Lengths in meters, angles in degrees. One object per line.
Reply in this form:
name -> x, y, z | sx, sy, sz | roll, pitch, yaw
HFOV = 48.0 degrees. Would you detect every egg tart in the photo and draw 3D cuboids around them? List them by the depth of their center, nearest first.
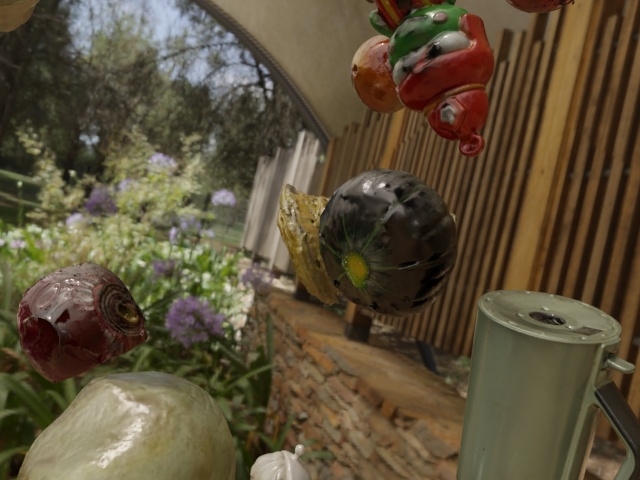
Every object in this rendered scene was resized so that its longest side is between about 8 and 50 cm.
egg tart -> 0.000, 0.000, 1.844 | 0.149, 0.352, 0.352 | -21, -7, 6

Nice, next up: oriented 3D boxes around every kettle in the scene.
kettle -> 0.426, 0.322, 1.306 | 0.250, 0.377, 0.361 | -8, 22, -43

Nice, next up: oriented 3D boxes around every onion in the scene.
onion -> -0.485, 0.155, 1.393 | 0.216, 0.207, 0.206 | -26, -1, 26

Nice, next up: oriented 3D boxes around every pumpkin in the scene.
pumpkin -> 0.148, -0.012, 1.433 | 0.295, 0.296, 0.296 | 14, -2, 0

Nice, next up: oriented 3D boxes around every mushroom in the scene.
mushroom -> -0.197, 0.236, 0.806 | 0.189, 0.164, 0.267 | 4, -5, 44

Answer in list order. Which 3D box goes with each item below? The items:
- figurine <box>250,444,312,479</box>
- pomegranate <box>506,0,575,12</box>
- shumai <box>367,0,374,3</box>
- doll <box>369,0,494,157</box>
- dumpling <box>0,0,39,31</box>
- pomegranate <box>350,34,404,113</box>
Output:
figurine -> -0.076, 0.509, 1.356 | 0.144, 0.257, 0.182 | 9, 20, 11
pomegranate -> 0.464, -0.598, 1.514 | 0.210, 0.235, 0.210 | -26, 17, 9
shumai -> 0.163, -0.699, 1.878 | 0.123, 0.105, 0.139 | -9, -7, -36
doll -> 0.203, -0.310, 1.235 | 0.182, 0.363, 0.160 | -24, -15, 29
dumpling -> -0.409, -0.415, 0.916 | 0.341, 0.181, 0.260 | -15, 2, 39
pomegranate -> 0.179, -0.441, 1.916 | 0.209, 0.209, 0.209 | 14, -2, 0
